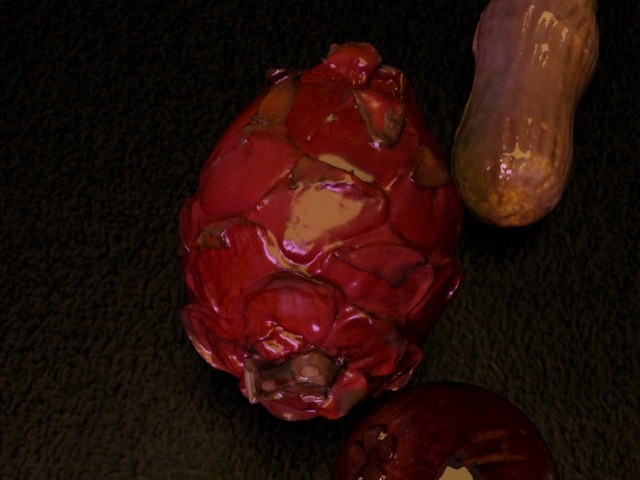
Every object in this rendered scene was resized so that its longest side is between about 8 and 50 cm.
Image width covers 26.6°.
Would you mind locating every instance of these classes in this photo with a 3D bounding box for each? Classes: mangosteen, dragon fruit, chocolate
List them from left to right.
[{"bbox_3d":[0.000,0.000,1.254,0.277,0.277,0.343,11,62,2],"label":"dragon fruit"},{"bbox_3d":[0.134,0.243,1.203,0.257,0.215,0.215,28,65,-27],"label":"mangosteen"},{"bbox_3d":[0.213,-0.155,1.409,0.134,0.134,0.309,16,71,4],"label":"chocolate"}]

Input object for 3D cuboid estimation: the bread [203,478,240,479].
[{"bbox_3d":[-0.092,0.313,1.204,0.236,0.120,0.198,2,69,-1],"label":"bread"}]
